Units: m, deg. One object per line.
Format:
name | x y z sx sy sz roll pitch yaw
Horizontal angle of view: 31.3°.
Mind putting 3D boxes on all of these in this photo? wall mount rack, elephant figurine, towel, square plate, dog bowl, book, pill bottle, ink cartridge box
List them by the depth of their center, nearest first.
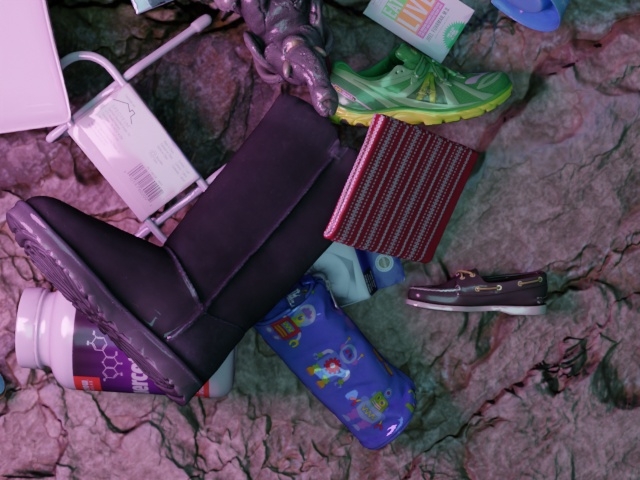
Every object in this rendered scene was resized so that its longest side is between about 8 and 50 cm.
elephant figurine | -0.049 -0.296 1.665 0.169 0.186 0.239 -16 106 38
square plate | -0.526 -0.322 1.685 0.344 0.049 0.347 -6 98 25
dog bowl | 0.257 -0.434 1.692 0.297 0.166 0.074 40 83 -6
towel | 0.124 -0.072 1.705 0.031 0.275 0.199 29 99 37
wall mount rack | -0.231 -0.167 1.735 0.304 0.130 0.350 -37 97 7
pill bottle | -0.288 0.142 1.741 0.323 0.181 0.181 3 98 -2
book | 0.150 -0.352 1.762 0.144 0.035 0.096 31 100 -6
ink cartridge box | 0.000 0.000 1.797 0.224 0.045 0.223 -19 98 1

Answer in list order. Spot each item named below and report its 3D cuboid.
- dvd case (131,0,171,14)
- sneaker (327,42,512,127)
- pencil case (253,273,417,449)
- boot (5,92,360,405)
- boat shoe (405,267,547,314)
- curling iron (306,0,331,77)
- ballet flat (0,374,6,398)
dvd case | -0.265 -0.417 1.750 0.087 0.013 0.119 -21 97 2
sneaker | 0.152 -0.236 1.720 0.296 0.109 0.123 -5 101 -12
pencil case | 0.028 0.180 1.757 0.133 0.119 0.306 -37 110 9
boot | -0.161 -0.051 1.604 0.445 0.146 0.367 -47 112 -19
boat shoe | 0.245 0.077 1.800 0.228 0.081 0.068 2 95 -9
curling iron | 0.007 -0.321 1.760 0.068 0.035 0.274 -21 97 -8
ballet flat | -0.599 0.182 1.805 0.232 0.080 0.073 42 123 -4
